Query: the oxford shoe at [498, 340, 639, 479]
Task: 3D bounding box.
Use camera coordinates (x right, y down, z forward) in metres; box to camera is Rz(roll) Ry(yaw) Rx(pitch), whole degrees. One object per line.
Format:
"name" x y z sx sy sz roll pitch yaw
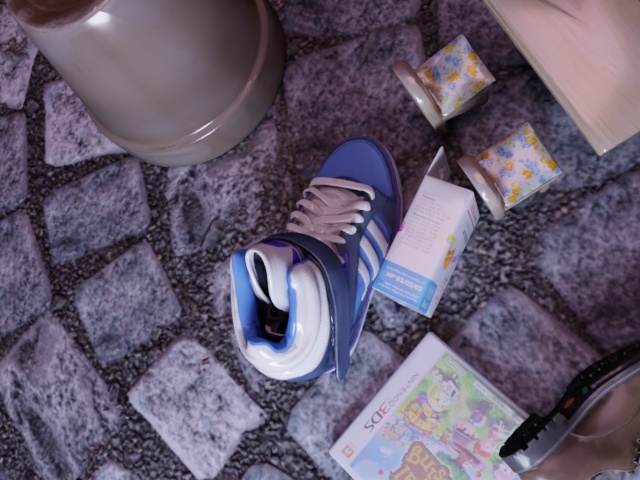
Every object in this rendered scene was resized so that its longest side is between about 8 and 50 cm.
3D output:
"oxford shoe" 0.300 0.184 0.626 0.227 0.083 0.096 -39 79 -5

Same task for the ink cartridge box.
"ink cartridge box" 0.136 -0.007 0.714 0.062 0.104 0.181 24 86 22

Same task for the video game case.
"video game case" 0.146 0.246 0.695 0.212 0.023 0.193 41 92 22

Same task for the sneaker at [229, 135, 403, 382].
"sneaker" -0.001 0.000 0.687 0.130 0.236 0.322 12 82 21

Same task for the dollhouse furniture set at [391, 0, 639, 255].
"dollhouse furniture set" 0.311 -0.139 0.571 0.362 0.256 0.394 -34 77 13

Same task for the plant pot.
"plant pot" -0.244 -0.293 0.817 0.323 0.280 0.323 -4 77 17
